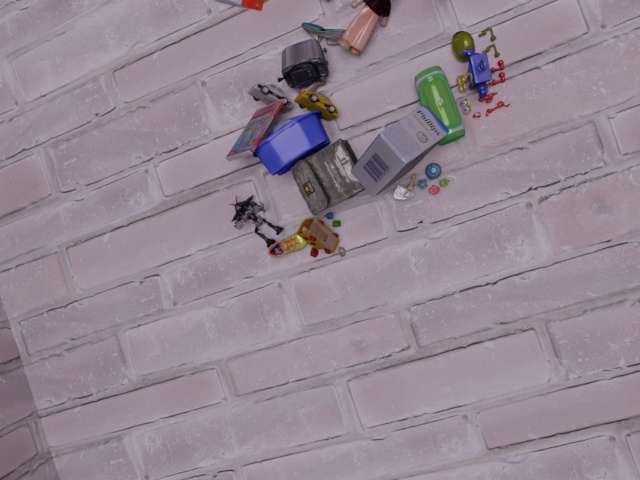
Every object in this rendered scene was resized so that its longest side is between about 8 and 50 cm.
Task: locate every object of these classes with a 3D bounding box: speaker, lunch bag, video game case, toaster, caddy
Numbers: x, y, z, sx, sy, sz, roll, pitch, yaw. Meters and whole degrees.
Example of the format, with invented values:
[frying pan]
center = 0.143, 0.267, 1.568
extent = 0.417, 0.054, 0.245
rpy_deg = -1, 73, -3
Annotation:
[speaker]
center = 0.482, -0.543, 1.792
extent = 0.131, 0.131, 0.296
rpy_deg = -20, 89, 11
[lunch bag]
center = 0.029, -0.262, 1.877
extent = 0.287, 0.169, 0.235
rpy_deg = -27, 91, 19
[video game case]
center = -0.279, -0.465, 1.872
extent = 0.025, 0.204, 0.285
rpy_deg = 40, 66, -32
[toaster]
center = -0.077, -0.749, 1.876
extent = 0.227, 0.129, 0.146
rpy_deg = -13, 62, 15
[caddy]
center = -0.123, -0.418, 1.861
extent = 0.341, 0.241, 0.179
rpy_deg = -31, 93, 11

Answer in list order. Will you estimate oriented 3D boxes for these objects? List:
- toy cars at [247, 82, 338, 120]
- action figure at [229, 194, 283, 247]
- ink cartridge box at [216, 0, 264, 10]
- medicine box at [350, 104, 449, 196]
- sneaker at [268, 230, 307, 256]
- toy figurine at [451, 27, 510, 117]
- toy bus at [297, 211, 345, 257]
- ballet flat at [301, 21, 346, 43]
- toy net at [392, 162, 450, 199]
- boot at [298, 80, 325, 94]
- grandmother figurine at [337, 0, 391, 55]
[toy cars]
center = -0.110, -0.611, 1.890
extent = 0.394, 0.176, 0.087
rpy_deg = 13, 77, 10
[action figure]
center = -0.299, -0.101, 1.959
extent = 0.276, 0.141, 0.164
rpy_deg = 39, 89, 6
[ink cartridge box]
center = -0.353, -1.146, 1.964
extent = 0.233, 0.066, 0.188
rpy_deg = 18, 96, 14
[medicine box]
center = 0.302, -0.342, 1.708
extent = 0.289, 0.263, 0.149
rpy_deg = -37, 85, -31
[sneaker]
center = -0.142, 0.024, 1.957
extent = 0.209, 0.094, 0.081
rpy_deg = -29, 85, 10
[toy figurine]
center = 0.631, -0.681, 1.709
extent = 0.191, 0.217, 0.362
rpy_deg = -10, 91, 11
[toy bus]
center = -0.006, -0.011, 1.918
extent = 0.104, 0.191, 0.202
rpy_deg = -5, 96, 49
[ballet flat]
center = 0.012, -0.883, 1.900
extent = 0.213, 0.072, 0.068
rpy_deg = 17, 126, 12
[toy net]
center = 0.418, -0.226, 1.863
extent = 0.232, 0.045, 0.122
rpy_deg = -32, 88, 12
[boot]
center = -0.038, -0.655, 1.935
extent = 0.119, 0.042, 0.086
rpy_deg = 8, 100, 12
[grandmother figurine]
center = 0.214, -0.929, 1.790
extent = 0.104, 0.208, 0.342
rpy_deg = 49, 120, 23
